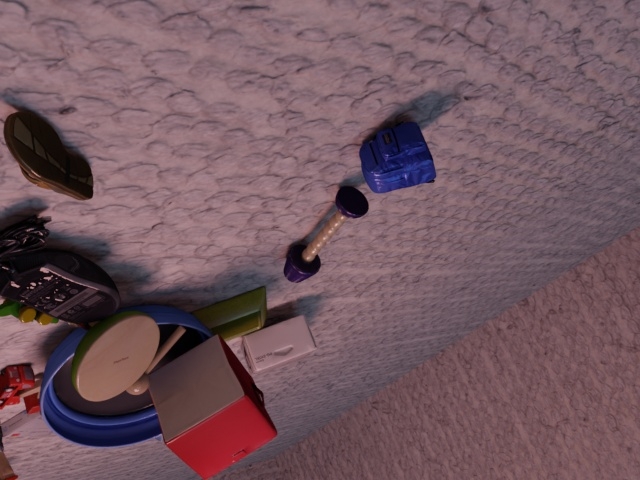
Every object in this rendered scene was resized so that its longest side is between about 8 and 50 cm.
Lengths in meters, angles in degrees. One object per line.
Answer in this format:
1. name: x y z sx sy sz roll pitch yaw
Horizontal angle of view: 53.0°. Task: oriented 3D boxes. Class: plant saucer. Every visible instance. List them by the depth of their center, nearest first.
1. plant saucer: -0.213 0.196 1.567 0.188 0.045 0.188 -19 156 -12

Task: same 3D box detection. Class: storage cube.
1. storage cube: -0.235 0.357 1.373 0.214 0.184 0.193 -29 136 -6

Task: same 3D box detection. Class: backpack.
1. backpack: 0.127 -0.146 1.116 0.120 0.098 0.101 -18 136 6

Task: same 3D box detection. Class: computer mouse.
1. computer mouse: -0.432 0.050 1.031 0.188 0.072 0.272 -28 144 12

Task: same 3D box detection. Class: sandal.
1. sandal: -0.347 -0.096 0.810 0.049 0.072 0.180 -5 162 8

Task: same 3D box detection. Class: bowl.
1. bowl: -0.407 0.297 1.405 0.390 0.077 0.391 -17 135 -18

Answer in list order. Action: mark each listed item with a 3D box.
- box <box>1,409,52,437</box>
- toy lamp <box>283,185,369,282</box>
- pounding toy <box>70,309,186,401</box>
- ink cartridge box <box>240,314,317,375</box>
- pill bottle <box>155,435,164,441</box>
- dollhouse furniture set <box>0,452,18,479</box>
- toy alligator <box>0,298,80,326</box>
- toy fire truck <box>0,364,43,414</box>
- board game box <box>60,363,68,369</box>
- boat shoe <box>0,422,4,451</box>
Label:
1. box: -0.694 0.451 1.649 0.186 0.038 0.145 -32 155 13
2. toy lamp: 0.000 0.000 1.319 0.080 0.080 0.275 -7 150 -35
3. pounding toy: -0.395 0.198 1.217 0.183 0.110 0.237 -59 154 -2
4. ink cartridge box: -0.118 0.289 1.734 0.171 0.100 0.237 -19 168 -13
5. pill bottle: -0.507 0.604 2.092 0.087 0.087 0.160 -12 154 -26
6. dollhouse furniture set: -0.930 0.679 1.720 0.262 0.135 0.259 -39 165 3
7. toy alligator: -0.490 0.117 1.133 0.189 0.056 0.051 26 85 -61
8. toy fire truck: -0.657 0.332 1.422 0.135 0.047 0.192 2 144 -47
9. board game box: -0.451 0.278 1.455 0.243 0.042 0.165 -16 137 -19
10. boat shoe: -0.852 0.491 1.522 0.183 0.083 0.065 -15 155 -20
